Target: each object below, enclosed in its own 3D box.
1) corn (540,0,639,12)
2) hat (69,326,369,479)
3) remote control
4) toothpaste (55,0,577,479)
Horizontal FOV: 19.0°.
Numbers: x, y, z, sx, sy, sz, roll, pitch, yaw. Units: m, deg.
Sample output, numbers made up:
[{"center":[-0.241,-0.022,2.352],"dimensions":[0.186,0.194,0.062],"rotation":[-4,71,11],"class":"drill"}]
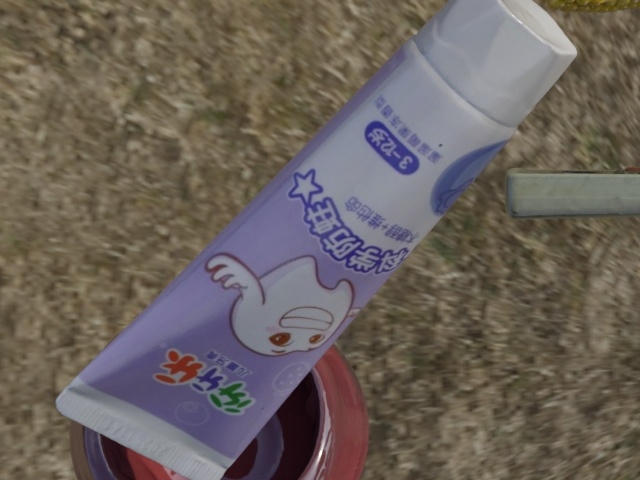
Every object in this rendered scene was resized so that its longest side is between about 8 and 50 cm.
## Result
[{"center":[0.335,-0.263,1.680],"dimensions":[0.305,0.106,0.106],"rotation":[-15,82,-11],"class":"corn"},{"center":[-0.067,0.134,1.308],"dimensions":[0.205,0.089,0.205],"rotation":[-3,63,6],"class":"hat"},{"center":[0.289,-0.043,1.500],"dimensions":[0.285,0.123,0.038],"rotation":[-1,95,13],"class":"remote control"},{"center":[0.000,0.000,1.132],"dimensions":[0.125,0.080,0.371],"rotation":[32,114,-28],"class":"toothpaste"}]
